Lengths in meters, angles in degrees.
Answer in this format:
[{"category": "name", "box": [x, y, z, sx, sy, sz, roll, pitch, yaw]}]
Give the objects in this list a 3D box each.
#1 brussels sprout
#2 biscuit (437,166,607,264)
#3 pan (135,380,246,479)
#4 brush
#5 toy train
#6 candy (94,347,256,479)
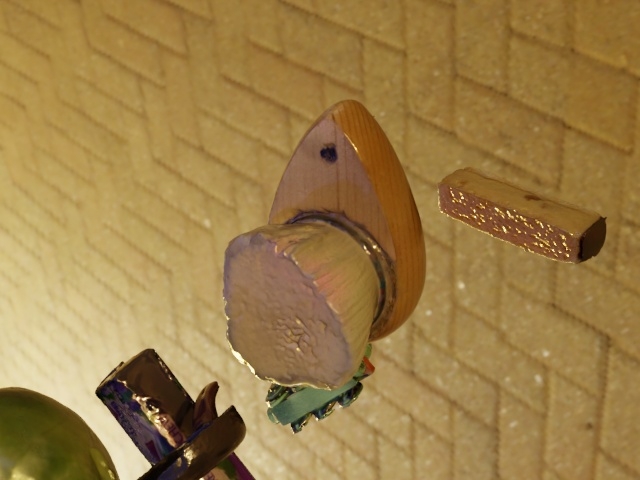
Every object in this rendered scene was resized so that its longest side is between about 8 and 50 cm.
[{"category": "brussels sprout", "box": [-0.317, 0.268, 1.300, 0.244, 0.244, 0.244, 37, 140, 41]}, {"category": "biscuit", "box": [0.210, -0.029, 1.281, 0.188, 0.056, 0.052, 25, 139, 37]}, {"category": "pan", "box": [-0.105, 0.171, 1.050, 0.040, 0.115, 0.212, 51, -169, -6]}, {"category": "brush", "box": [0.000, 0.000, 1.216, 0.174, 0.166, 0.267, 11, 114, 29]}, {"category": "toy train", "box": [0.000, 0.181, 1.617, 0.176, 0.118, 0.074, -35, 105, 33]}, {"category": "candy", "box": [-0.101, 0.243, 1.178, 0.312, 0.061, 0.088, 51, 148, 0]}]
